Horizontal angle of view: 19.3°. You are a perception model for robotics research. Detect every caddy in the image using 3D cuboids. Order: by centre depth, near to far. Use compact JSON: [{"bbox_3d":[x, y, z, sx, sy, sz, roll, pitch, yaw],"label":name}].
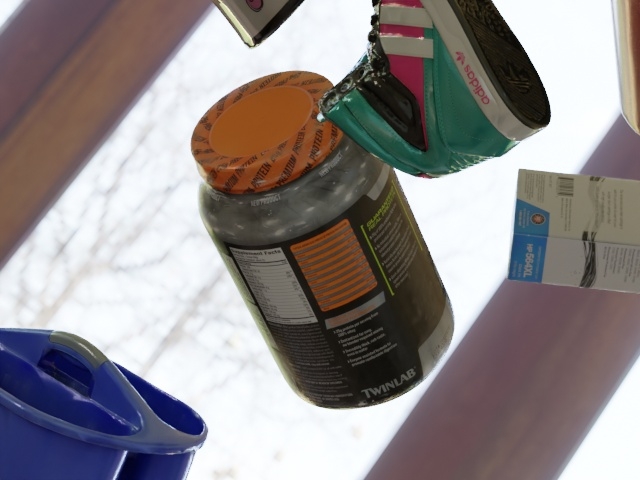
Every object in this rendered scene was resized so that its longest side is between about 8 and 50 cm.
[{"bbox_3d":[-0.279,0.190,2.033,0.341,0.179,0.241,25,12,40],"label":"caddy"}]

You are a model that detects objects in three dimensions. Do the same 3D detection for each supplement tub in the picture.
[{"bbox_3d":[0.000,0.000,1.866,0.193,0.193,0.316,18,-37,44],"label":"supplement tub"}]

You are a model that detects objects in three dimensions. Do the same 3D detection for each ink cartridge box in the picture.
[{"bbox_3d":[0.350,-0.012,2.457,0.203,0.148,0.086,7,-52,5],"label":"ink cartridge box"}]

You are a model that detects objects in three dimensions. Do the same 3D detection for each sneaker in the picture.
[{"bbox_3d":[0.062,-0.173,1.607,0.124,0.178,0.295,6,54,-51],"label":"sneaker"}]

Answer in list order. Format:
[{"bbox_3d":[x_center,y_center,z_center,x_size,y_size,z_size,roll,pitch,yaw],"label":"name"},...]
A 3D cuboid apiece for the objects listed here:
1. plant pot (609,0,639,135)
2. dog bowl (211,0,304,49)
[{"bbox_3d":[0.383,-0.236,1.768,0.272,0.272,0.265,24,-42,33],"label":"plant pot"},{"bbox_3d":[-0.021,-0.444,2.370,0.150,0.408,0.408,37,-18,-11],"label":"dog bowl"}]
